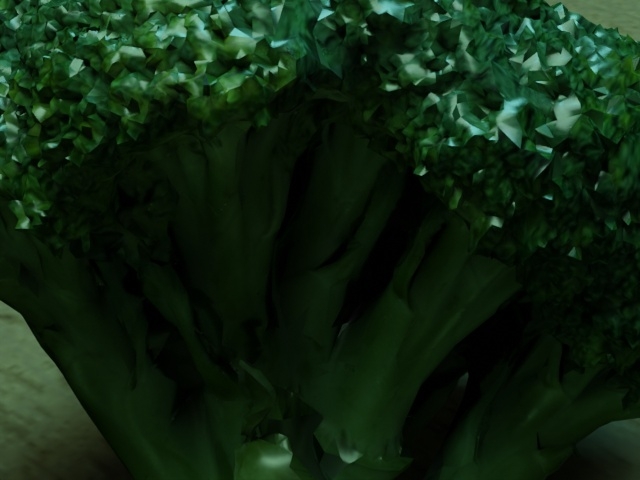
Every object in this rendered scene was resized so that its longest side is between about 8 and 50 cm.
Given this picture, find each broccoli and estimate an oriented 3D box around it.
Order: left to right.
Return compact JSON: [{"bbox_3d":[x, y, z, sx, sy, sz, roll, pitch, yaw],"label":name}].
[{"bbox_3d":[0.000,0.000,0.620,0.269,0.242,0.261,1,5,-41],"label":"broccoli"}]
